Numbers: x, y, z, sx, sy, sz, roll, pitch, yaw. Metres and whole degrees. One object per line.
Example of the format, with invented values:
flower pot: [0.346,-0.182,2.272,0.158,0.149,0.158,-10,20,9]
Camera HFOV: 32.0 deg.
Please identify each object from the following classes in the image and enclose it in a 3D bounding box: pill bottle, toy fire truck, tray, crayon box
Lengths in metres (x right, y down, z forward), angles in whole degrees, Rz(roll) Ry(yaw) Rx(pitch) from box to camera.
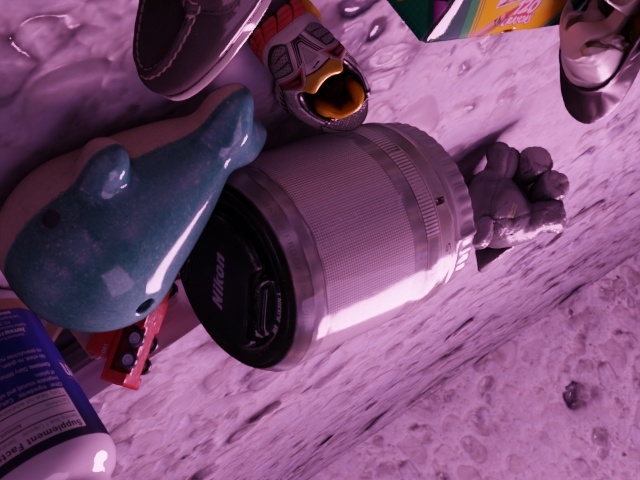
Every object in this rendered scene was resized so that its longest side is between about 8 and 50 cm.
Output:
pill bottle: [-0.290,0.191,1.068,0.153,0.265,0.153,-32,161,-12]
toy fire truck: [-0.242,0.098,1.189,0.047,0.135,0.192,50,56,-71]
tray: [-0.251,0.129,1.269,0.270,0.030,0.145,-34,-160,-6]
crayon box: [0.203,-0.287,1.080,0.278,0.081,0.165,-17,153,-44]

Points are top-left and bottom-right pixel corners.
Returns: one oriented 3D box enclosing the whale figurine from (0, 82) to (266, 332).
whale figurine: [-0.152,-0.023,0.998,0.272,0.141,0.216,-35,160,-6]

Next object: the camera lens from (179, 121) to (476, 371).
camera lens: [0.000,0.000,1.191,0.274,0.219,0.219,-22,156,-37]

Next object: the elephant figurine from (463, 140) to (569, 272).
elephant figurine: [0.259,-0.036,1.680,0.186,0.169,0.239,3,163,-18]

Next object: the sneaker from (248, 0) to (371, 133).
sneaker: [0.002,-0.141,1.061,0.088,0.093,0.225,-39,161,6]

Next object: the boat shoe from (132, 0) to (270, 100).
boat shoe: [-0.055,-0.242,0.733,0.095,0.112,0.335,12,125,-42]

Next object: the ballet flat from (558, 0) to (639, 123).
ballet flat: [0.296,-0.234,1.120,0.096,0.095,0.280,-10,139,-36]
